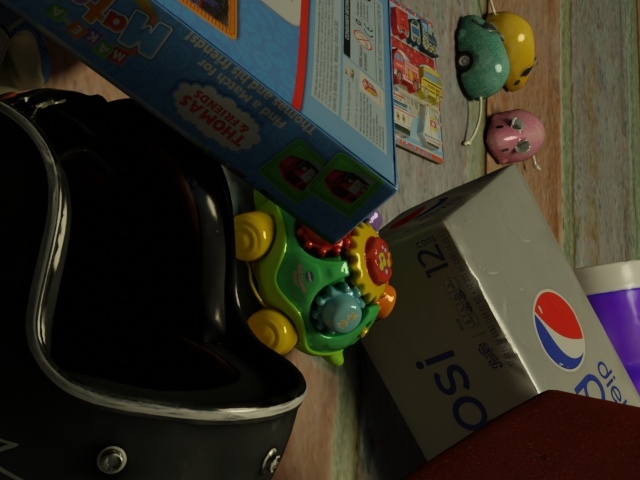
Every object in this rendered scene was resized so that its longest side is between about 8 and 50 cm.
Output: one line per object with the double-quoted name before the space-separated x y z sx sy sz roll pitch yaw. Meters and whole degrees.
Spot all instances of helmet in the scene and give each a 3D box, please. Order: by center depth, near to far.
"helmet" -0.094 0.038 0.593 0.169 0.169 0.161 -8 82 -66

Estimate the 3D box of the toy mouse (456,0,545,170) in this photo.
"toy mouse" 0.130 -0.105 1.301 0.161 0.031 0.143 69 27 -23

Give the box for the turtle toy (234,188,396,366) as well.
"turtle toy" 0.000 0.000 0.937 0.095 0.066 0.130 -17 97 -65

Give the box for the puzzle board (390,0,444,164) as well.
"puzzle board" 0.050 -0.105 1.154 0.128 0.011 0.096 17 66 -62

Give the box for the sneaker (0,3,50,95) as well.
"sneaker" -0.150 -0.081 0.627 0.211 0.080 0.081 -26 101 -63

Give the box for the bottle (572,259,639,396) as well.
"bottle" 0.216 0.157 1.283 0.092 0.118 0.282 1 81 -65

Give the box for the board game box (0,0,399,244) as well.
"board game box" -0.062 -0.111 0.640 0.211 0.039 0.160 37 29 -23

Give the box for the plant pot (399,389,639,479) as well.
"plant pot" 0.139 0.222 0.828 0.236 0.267 0.267 -51 130 -31

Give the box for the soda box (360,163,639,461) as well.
"soda box" 0.122 0.109 1.039 0.286 0.091 0.098 61 37 -6
